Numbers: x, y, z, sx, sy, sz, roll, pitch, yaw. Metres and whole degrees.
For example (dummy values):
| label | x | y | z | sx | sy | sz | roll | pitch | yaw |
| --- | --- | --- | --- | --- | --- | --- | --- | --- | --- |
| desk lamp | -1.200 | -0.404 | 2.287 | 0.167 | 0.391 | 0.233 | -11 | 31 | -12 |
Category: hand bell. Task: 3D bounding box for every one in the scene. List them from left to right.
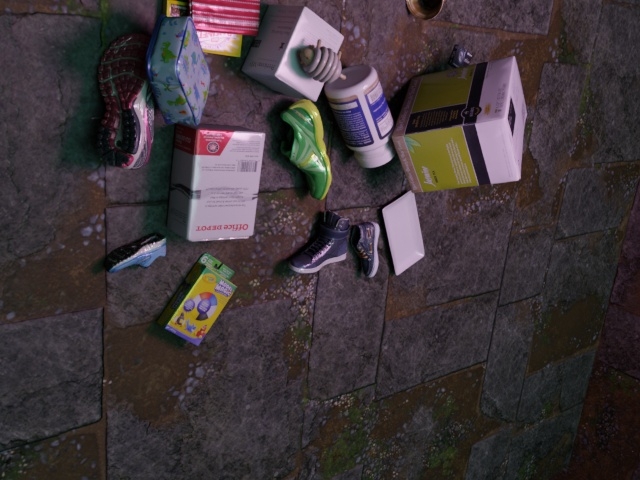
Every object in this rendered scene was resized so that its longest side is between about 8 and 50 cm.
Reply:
| label | x | y | z | sx | sy | sz | roll | pitch | yaw |
| --- | --- | --- | --- | --- | --- | --- | --- | --- | --- |
| hand bell | 0.374 | -0.749 | 1.957 | 0.242 | 0.126 | 0.126 | -34 | 127 | -40 |

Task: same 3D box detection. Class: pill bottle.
| label | x | y | z | sx | sy | sz | roll | pitch | yaw |
| --- | --- | --- | --- | --- | --- | --- | --- | --- | --- |
| pill bottle | 0.122 | -0.347 | 1.849 | 0.153 | 0.153 | 0.265 | -41 | 129 | -21 |

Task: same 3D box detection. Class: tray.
| label | x | y | z | sx | sy | sz | roll | pitch | yaw |
| --- | --- | --- | --- | --- | --- | --- | --- | --- | --- |
| tray | 0.273 | -0.027 | 2.189 | 0.145 | 0.030 | 0.270 | -34 | 126 | -27 |

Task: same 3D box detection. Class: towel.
| label | x | y | z | sx | sy | sz | roll | pitch | yaw |
| --- | --- | --- | --- | --- | --- | --- | --- | --- | --- |
| towel | -0.224 | -0.621 | 1.509 | 0.199 | 0.031 | 0.275 | -11 | 109 | -40 |

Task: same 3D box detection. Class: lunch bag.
| label | x | y | z | sx | sy | sz | roll | pitch | yaw |
| --- | --- | --- | --- | --- | --- | --- | --- | --- | --- |
| lunch bag | -0.309 | -0.372 | 1.435 | 0.219 | 0.090 | 0.176 | 82 | 15 | -65 |

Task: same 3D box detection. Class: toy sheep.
| label | x | y | z | sx | sy | sz | roll | pitch | yaw |
| --- | --- | --- | --- | --- | --- | --- | --- | --- | --- |
| toy sheep | 0.008 | -0.421 | 1.562 | 0.132 | 0.091 | 0.091 | 21 | 93 | -25 |

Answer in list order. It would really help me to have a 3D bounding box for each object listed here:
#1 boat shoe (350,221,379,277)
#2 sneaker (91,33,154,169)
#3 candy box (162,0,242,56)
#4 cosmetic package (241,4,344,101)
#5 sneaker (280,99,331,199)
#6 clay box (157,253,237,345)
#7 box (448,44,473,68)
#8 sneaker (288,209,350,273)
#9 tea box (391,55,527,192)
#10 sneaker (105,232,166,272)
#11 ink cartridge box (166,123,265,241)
| label | x | y | z | sx | sy | sz | roll | pitch | yaw |
| --- | --- | --- | --- | --- | --- | --- | --- | --- | --- |
| boat shoe | 0.135 | 0.031 | 2.076 | 0.083 | 0.065 | 0.183 | -7 | 104 | -37 |
| sneaker | -0.421 | -0.306 | 1.444 | 0.112 | 0.121 | 0.299 | 2 | 97 | -78 |
| candy box | -0.275 | -0.496 | 1.536 | 0.206 | 0.027 | 0.105 | -5 | 111 | -39 |
| cosmetic package | -0.070 | -0.469 | 1.637 | 0.151 | 0.151 | 0.184 | 24 | 90 | -44 |
| sneaker | -0.047 | -0.244 | 1.798 | 0.123 | 0.109 | 0.295 | -19 | 123 | -8 |
| clay box | -0.318 | 0.156 | 1.740 | 0.127 | 0.053 | 0.222 | 40 | 81 | -43 |
| box | 0.457 | -0.591 | 2.130 | 0.083 | 0.018 | 0.067 | 19 | 95 | -43 |
| sneaker | -0.001 | -0.001 | 1.916 | 0.226 | 0.086 | 0.163 | -21 | 131 | -44 |
| tea box | 0.415 | -0.337 | 1.913 | 0.220 | 0.323 | 0.329 | 64 | 34 | -37 |
| sneaker | -0.441 | 0.046 | 1.586 | 0.162 | 0.063 | 0.073 | -26 | 125 | -30 |
| ink cartridge box | -0.261 | -0.146 | 1.627 | 0.197 | 0.114 | 0.273 | -4 | 109 | -40 |
